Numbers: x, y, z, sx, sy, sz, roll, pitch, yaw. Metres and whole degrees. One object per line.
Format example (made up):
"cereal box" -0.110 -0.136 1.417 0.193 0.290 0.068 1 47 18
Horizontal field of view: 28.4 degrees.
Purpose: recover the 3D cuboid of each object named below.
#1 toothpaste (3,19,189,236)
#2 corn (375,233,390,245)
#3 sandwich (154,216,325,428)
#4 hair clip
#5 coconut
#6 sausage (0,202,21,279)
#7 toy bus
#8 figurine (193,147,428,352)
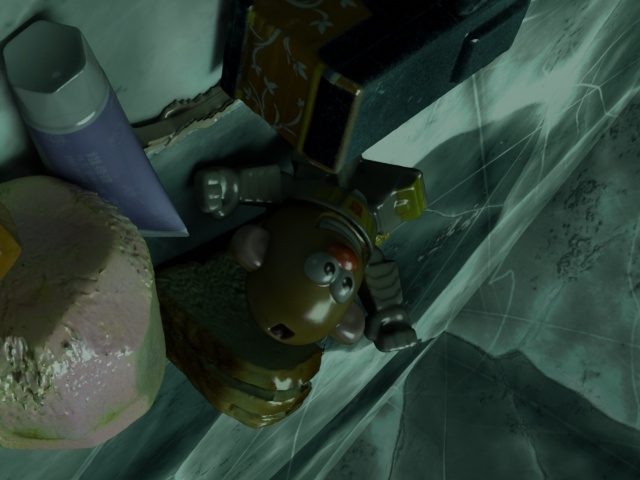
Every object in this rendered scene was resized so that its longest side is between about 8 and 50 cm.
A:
"toothpaste" -0.217 -0.074 1.212 0.125 0.080 0.371 -1 155 4
"corn" 0.037 -0.047 1.863 0.101 0.101 0.292 -49 160 7
"sandwich" -0.077 0.101 1.667 0.288 0.254 0.099 -31 149 -47
"hair clip" -0.155 -0.122 1.353 0.226 0.034 0.072 -33 162 -40
"coconut" -0.266 0.085 1.220 0.233 0.233 0.245 -38 156 -24
"sausage" -0.410 0.078 1.049 0.354 0.116 0.134 -40 123 0
"toy bus" 0.069 -0.235 1.354 0.323 0.194 0.162 -36 159 -29
"figurine" 0.000 0.001 1.580 0.285 0.342 0.167 -61 -179 -30
